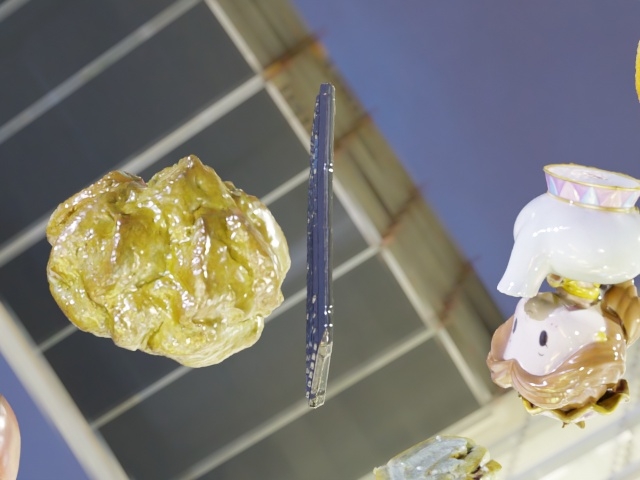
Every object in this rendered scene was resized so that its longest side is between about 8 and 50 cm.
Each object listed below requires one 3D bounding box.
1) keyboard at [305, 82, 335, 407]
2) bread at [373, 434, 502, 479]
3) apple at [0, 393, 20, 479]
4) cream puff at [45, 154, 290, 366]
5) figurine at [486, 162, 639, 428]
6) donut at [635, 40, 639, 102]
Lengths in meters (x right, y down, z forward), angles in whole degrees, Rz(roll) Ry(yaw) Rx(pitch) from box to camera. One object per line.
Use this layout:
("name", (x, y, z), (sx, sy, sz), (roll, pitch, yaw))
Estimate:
("keyboard", (-0.001, 0.000, 1.454), (0.106, 0.016, 0.262), (96, 176, -50))
("bread", (0.142, 0.291, 2.317), (0.117, 0.156, 0.064), (27, 135, 42))
("apple", (-0.364, 0.197, 1.875), (0.147, 0.158, 0.156), (-3, -101, -28))
("cream puff", (-0.149, 0.020, 1.905), (0.244, 0.196, 0.244), (39, -159, -18))
("figurine", (0.250, 0.062, 1.884), (0.189, 0.263, 0.142), (1, -166, -29))
("donut", (0.300, -0.129, 1.423), (0.152, 0.152, 0.058), (61, -155, 9))
